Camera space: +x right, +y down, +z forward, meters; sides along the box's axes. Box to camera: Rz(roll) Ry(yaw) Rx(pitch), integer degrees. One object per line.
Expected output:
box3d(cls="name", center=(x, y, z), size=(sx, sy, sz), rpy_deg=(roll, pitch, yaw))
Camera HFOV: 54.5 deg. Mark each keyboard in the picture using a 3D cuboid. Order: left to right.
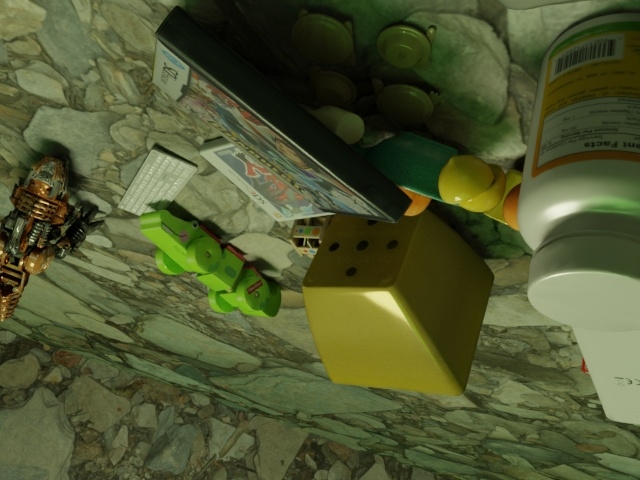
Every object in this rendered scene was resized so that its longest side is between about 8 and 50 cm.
box3d(cls="keyboard", center=(-0.276, -0.086, 1.035), size=(0.072, 0.014, 0.256), rpy_deg=(28, 152, -19))

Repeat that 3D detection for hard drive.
box3d(cls="hard drive", center=(0.472, 0.138, 0.846), size=(0.233, 0.047, 0.353), rpy_deg=(-3, 131, 41))

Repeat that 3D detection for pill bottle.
box3d(cls="pill bottle", center=(0.241, -0.056, 0.520), size=(0.136, 0.245, 0.136), rpy_deg=(14, 153, 7))

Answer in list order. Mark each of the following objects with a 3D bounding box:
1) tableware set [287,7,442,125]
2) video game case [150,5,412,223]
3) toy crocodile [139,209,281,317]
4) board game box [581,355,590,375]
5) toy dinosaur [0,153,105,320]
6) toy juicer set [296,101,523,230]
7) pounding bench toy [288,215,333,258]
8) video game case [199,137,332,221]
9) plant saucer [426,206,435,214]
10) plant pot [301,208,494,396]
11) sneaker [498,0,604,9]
box3d(cls="tableware set", center=(0.048, -0.179, 0.657), size=(0.169, 0.020, 0.141), rpy_deg=(12, 153, 9))
box3d(cls="video game case", center=(-0.058, -0.116, 0.668), size=(0.275, 0.035, 0.248), rpy_deg=(37, 174, -16))
box3d(cls="toy crocodile", center=(-0.193, 0.048, 1.159), size=(0.115, 0.105, 0.340), rpy_deg=(-9, 138, 43))
box3d(cls="board game box", center=(0.582, 0.238, 1.088), size=(0.193, 0.045, 0.147), rpy_deg=(30, 151, -22))
box3d(cls="toy dinosaur", center=(-0.509, -0.010, 1.080), size=(0.322, 0.218, 0.164), rpy_deg=(-41, 108, 12))
box3d(cls="toy juicer set", center=(0.104, -0.063, 0.658), size=(0.329, 0.089, 0.209), rpy_deg=(20, -167, -1))
box3d(cls="pounding bench toy", center=(0.000, 0.000, 0.986), size=(0.065, 0.052, 0.083), rpy_deg=(4, 150, 25))
box3d(cls="video game case", center=(-0.041, -0.091, 0.872), size=(0.201, 0.023, 0.183), rpy_deg=(-7, 144, 39))
box3d(cls="plant saucer", center=(0.139, 0.000, 0.941), size=(0.067, 0.018, 0.192), rpy_deg=(11, 153, 14))
box3d(cls="plant pot", center=(0.096, 0.067, 0.869), size=(0.212, 0.212, 0.187), rpy_deg=(-2, 136, 35))
box3d(cls="sneaker", center=(0.254, -0.190, 0.416), size=(0.281, 0.105, 0.115), rpy_deg=(0, 148, 31))
